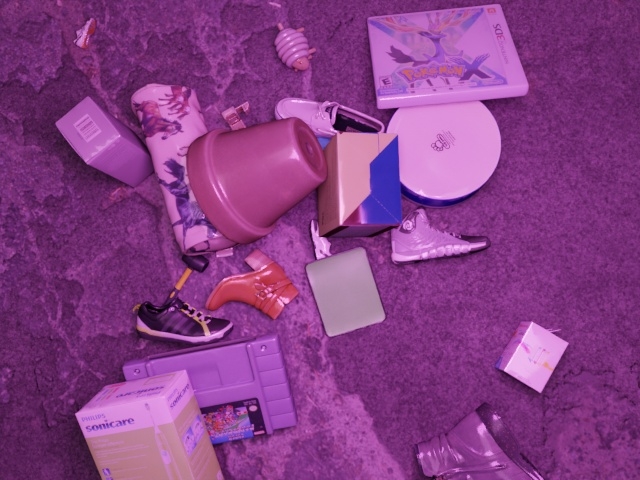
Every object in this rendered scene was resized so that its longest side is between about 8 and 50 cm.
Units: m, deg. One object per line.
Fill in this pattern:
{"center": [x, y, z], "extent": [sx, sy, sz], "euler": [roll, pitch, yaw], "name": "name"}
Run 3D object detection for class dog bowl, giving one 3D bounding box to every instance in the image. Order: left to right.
{"center": [0.277, -0.212, 1.244], "extent": [0.265, 0.104, 0.264], "euler": [-1, 83, 4], "name": "dog bowl"}

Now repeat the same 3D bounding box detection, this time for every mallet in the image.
{"center": [-0.350, 0.104, 1.292], "extent": [0.062, 0.039, 0.189], "euler": [40, 92, 6], "name": "mallet"}

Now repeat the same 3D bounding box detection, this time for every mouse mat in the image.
{"center": [0.059, 0.122, 1.255], "extent": [0.153, 0.007, 0.189], "euler": [-17, 94, 2], "name": "mouse mat"}

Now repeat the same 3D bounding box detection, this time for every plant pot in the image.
{"center": [-0.115, -0.148, 1.149], "extent": [0.229, 0.263, 0.262], "euler": [-22, 82, 22], "name": "plant pot"}

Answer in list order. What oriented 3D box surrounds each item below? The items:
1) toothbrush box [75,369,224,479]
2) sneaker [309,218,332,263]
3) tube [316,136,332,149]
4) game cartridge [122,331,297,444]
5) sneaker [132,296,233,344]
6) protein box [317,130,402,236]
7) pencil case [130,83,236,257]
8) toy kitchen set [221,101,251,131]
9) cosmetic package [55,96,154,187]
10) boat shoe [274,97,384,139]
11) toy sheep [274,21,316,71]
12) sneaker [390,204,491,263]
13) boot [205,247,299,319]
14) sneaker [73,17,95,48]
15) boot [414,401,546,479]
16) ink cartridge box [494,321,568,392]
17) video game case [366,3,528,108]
{"center": [-0.357, 0.446, 1.142], "extent": [0.206, 0.122, 0.283], "euler": [-15, 102, 12], "name": "toothbrush box"}
{"center": [0.000, 0.000, 1.277], "extent": [0.044, 0.040, 0.109], "euler": [-12, 88, -7], "name": "sneaker"}
{"center": [-0.013, -0.226, 1.299], "extent": [0.207, 0.052, 0.080], "euler": [-33, 84, -6], "name": "tube"}
{"center": [-0.245, 0.350, 1.209], "extent": [0.355, 0.068, 0.230], "euler": [-12, 98, 3], "name": "game cartridge"}
{"center": [-0.322, 0.181, 1.239], "extent": [0.235, 0.084, 0.097], "euler": [1, 102, 0], "name": "sneaker"}
{"center": [0.080, -0.115, 1.185], "extent": [0.136, 0.201, 0.199], "euler": [0, 83, -13], "name": "protein box"}
{"center": [-0.303, -0.156, 1.248], "extent": [0.160, 0.183, 0.410], "euler": [-21, 84, 7], "name": "pencil case"}
{"center": [-0.186, -0.285, 1.298], "extent": [0.068, 0.083, 0.075], "euler": [-31, 82, 1], "name": "toy kitchen set"}
{"center": [-0.482, -0.219, 1.239], "extent": [0.107, 0.238, 0.127], "euler": [-41, 79, -4], "name": "cosmetic package"}
{"center": [0.022, -0.284, 1.253], "extent": [0.268, 0.088, 0.096], "euler": [23, 69, 2], "name": "boat shoe"}
{"center": [-0.068, -0.478, 1.313], "extent": [0.091, 0.091, 0.132], "euler": [-31, 87, 0], "name": "toy sheep"}
{"center": [0.271, -0.023, 1.234], "extent": [0.229, 0.086, 0.132], "euler": [-9, 80, 4], "name": "sneaker"}
{"center": [-0.161, 0.134, 1.256], "extent": [0.197, 0.073, 0.152], "euler": [-44, 86, 1], "name": "boot"}
{"center": [-0.617, -0.545, 1.389], "extent": [0.037, 0.032, 0.083], "euler": [20, 85, 6], "name": "sneaker"}
{"center": [0.371, 0.546, 1.155], "extent": [0.223, 0.118, 0.338], "euler": [-35, 71, 3], "name": "boot"}
{"center": [0.470, 0.247, 1.181], "extent": [0.090, 0.092, 0.143], "euler": [31, 85, 8], "name": "ink cartridge box"}
{"center": [0.283, -0.436, 1.243], "extent": [0.329, 0.036, 0.299], "euler": [-5, 57, 4], "name": "video game case"}
